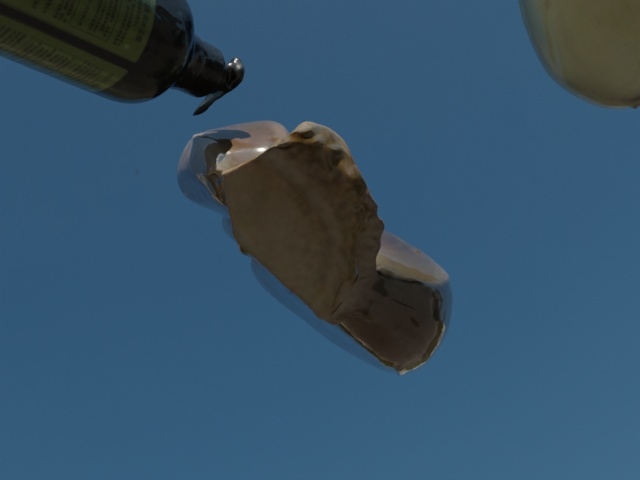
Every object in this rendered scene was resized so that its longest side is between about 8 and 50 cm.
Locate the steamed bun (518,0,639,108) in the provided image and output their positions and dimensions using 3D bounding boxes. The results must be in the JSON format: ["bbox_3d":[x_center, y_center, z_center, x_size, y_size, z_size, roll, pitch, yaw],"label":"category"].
[{"bbox_3d":[0.401,-0.332,1.253,0.334,0.233,0.311,-14,-82,20],"label":"steamed bun"}]

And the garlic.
[{"bbox_3d":[-0.001,0.000,0.918,0.132,0.325,0.279,-41,-88,-2],"label":"garlic"}]

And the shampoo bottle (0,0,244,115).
[{"bbox_3d":[-0.168,-0.161,0.762,0.284,0.101,0.101,19,-56,-44],"label":"shampoo bottle"}]
